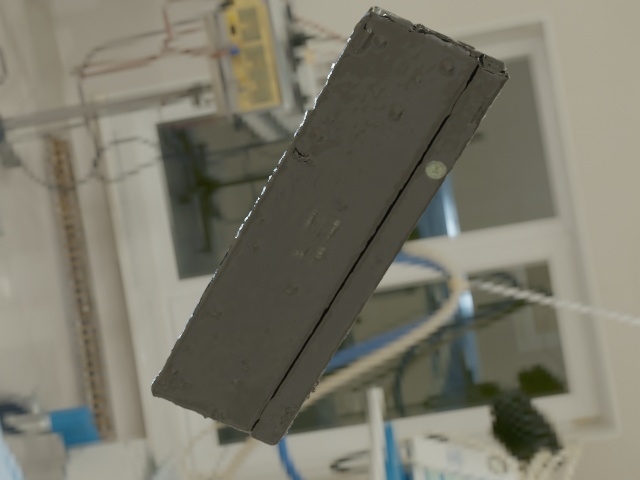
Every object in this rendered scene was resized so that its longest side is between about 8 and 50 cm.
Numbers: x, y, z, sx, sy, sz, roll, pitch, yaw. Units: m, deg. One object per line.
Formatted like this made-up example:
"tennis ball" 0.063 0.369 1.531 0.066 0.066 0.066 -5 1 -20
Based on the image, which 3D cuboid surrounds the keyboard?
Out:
"keyboard" 0.000 0.000 0.597 0.195 0.060 0.018 -59 -164 30
